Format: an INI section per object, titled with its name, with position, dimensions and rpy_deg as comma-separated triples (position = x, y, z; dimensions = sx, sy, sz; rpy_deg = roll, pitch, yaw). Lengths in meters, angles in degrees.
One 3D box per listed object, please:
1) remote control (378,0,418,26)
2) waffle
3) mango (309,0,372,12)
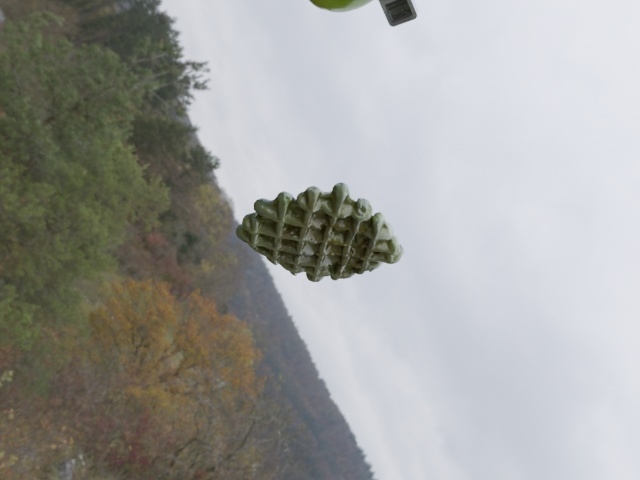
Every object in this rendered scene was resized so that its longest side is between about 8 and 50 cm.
[remote control]
position = 0.214, -0.789, 1.682
dimensions = 0.103, 0.034, 0.250
rpy_deg = -7, -45, 33
[waffle]
position = 0.000, 0.000, 1.070
dimensions = 0.309, 0.291, 0.056
rpy_deg = 40, 44, -46
[mango]
position = 0.108, -0.581, 1.058
dimensions = 0.156, 0.343, 0.192
rpy_deg = 28, 38, -47
